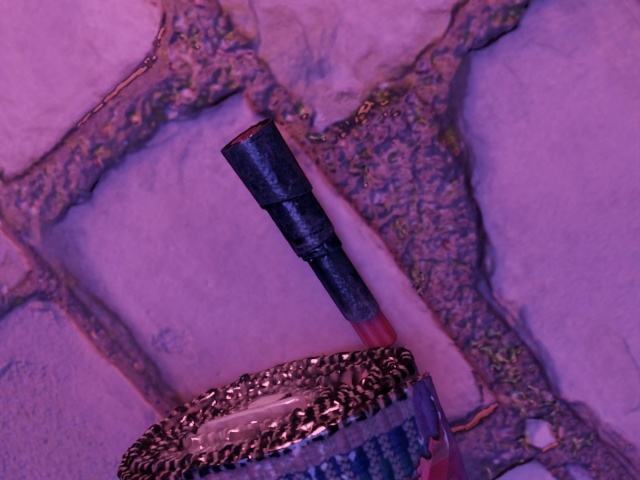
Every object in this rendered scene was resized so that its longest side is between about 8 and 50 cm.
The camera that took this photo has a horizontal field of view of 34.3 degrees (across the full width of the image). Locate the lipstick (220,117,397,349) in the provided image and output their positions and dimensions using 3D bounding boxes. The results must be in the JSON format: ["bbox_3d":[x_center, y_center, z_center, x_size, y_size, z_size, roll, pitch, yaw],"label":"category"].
[{"bbox_3d":[0.000,0.000,0.927,0.053,0.053,0.234,-31,105,17],"label":"lipstick"}]

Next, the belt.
[{"bbox_3d":[-0.017,0.210,0.917,0.295,0.207,0.160,-19,101,9],"label":"belt"}]
